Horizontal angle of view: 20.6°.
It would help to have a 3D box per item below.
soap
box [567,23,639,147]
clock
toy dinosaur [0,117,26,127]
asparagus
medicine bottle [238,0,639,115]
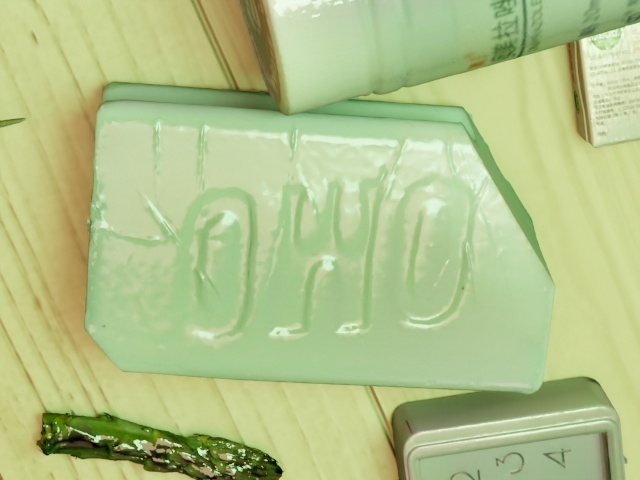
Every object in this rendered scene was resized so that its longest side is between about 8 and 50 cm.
[{"bbox_3d":[0.000,0.000,1.102,0.289,0.095,0.173,4,104,-6],"label":"soap"},{"bbox_3d":[0.223,-0.114,1.121,0.125,0.043,0.089,-9,105,-3],"label":"box"},{"bbox_3d":[0.134,0.201,1.181,0.150,0.063,0.197,-8,104,-3],"label":"clock"},{"bbox_3d":[-0.274,-0.088,1.085,0.180,0.037,0.058,20,106,-9],"label":"toy dinosaur"},{"bbox_3d":[-0.104,0.140,1.161,0.165,0.030,0.036,13,93,-8],"label":"asparagus"},{"bbox_3d":[0.079,-0.175,1.029,0.254,0.152,0.152,-17,105,-6],"label":"medicine bottle"}]
